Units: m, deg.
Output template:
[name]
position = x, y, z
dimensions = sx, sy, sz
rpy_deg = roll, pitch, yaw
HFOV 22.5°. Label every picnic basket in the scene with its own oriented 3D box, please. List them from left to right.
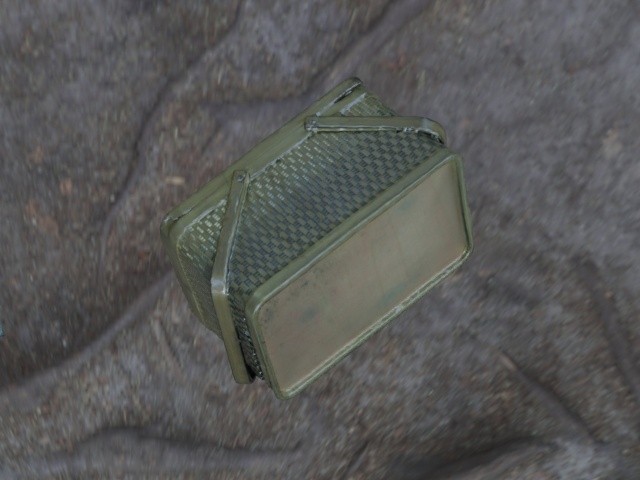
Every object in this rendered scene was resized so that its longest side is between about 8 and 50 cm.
[picnic basket]
position = 0.000, 0.000, 1.441
dimensions = 0.267, 0.165, 0.139
rpy_deg = -38, 55, -17

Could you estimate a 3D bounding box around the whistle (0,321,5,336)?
[whistle]
position = -0.325, 0.000, 1.493
dimensions = 0.039, 0.039, 0.186
rpy_deg = -7, 92, -9
